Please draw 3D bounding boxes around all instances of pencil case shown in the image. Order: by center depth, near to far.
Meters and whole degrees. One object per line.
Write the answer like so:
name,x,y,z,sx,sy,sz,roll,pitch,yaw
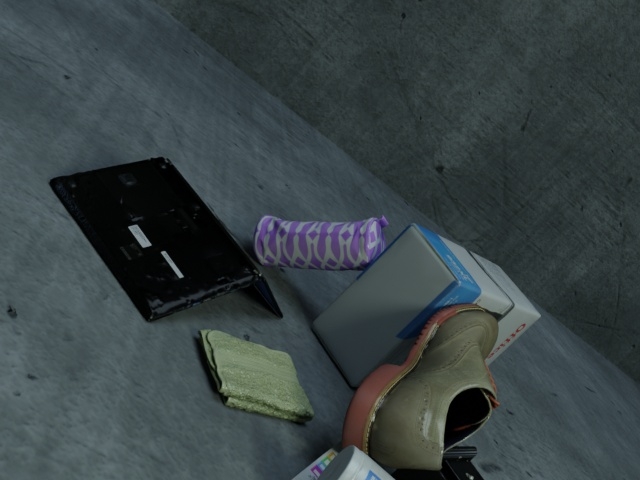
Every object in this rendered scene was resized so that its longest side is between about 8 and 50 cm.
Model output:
pencil case,0.000,0.000,1.169,0.086,0.206,0.088,56,41,-57

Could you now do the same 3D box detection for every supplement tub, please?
supplement tub,0.050,0.257,0.737,0.107,0.071,0.071,41,16,-3

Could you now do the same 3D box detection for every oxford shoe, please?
oxford shoe,0.163,0.182,0.941,0.130,0.123,0.348,14,27,29

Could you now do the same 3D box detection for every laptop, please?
laptop,-0.189,0.017,1.007,0.264,0.136,0.234,-19,59,-43

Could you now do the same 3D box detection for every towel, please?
towel,-0.073,0.157,0.889,0.148,0.027,0.110,28,22,-41

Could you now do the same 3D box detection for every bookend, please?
bookend,0.178,0.335,0.933,0.156,0.072,0.157,21,27,-52

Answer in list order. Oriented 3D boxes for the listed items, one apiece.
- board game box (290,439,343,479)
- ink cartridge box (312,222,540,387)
board game box,0.024,0.276,0.805,0.103,0.026,0.154,46,16,14
ink cartridge box,0.174,0.125,1.193,0.307,0.223,0.129,21,27,-51
